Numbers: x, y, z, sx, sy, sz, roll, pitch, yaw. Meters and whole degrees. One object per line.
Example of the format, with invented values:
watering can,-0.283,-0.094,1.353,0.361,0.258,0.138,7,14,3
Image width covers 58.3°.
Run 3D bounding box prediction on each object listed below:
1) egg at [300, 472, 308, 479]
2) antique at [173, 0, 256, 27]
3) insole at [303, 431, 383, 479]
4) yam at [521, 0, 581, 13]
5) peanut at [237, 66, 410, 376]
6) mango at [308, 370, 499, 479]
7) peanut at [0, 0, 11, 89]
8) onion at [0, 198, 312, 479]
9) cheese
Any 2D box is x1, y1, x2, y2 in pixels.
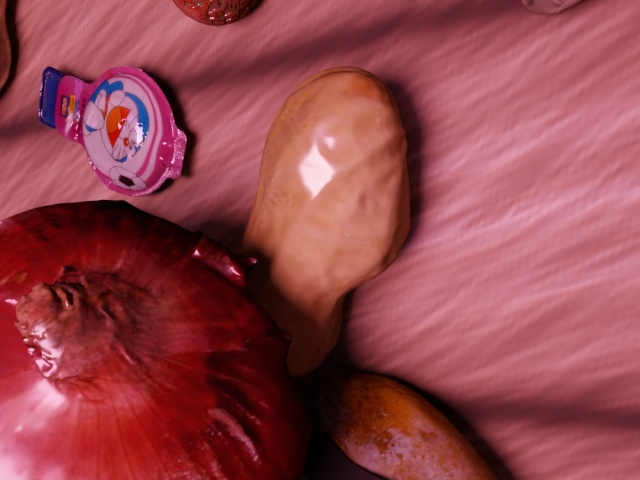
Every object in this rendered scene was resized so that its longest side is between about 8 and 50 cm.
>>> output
egg,-0.079,0.369,0.611,0.196,0.196,0.271,29,117,20
antique,-0.105,-0.265,0.568,0.104,0.104,0.104,5,101,26
insole,0.020,0.216,0.526,0.153,0.002,0.053,4,83,54
yam,0.204,-0.326,0.421,0.066,0.066,0.299,17,107,24
peanut,0.000,0.000,0.541,0.148,0.147,0.318,27,115,21
mango,0.085,0.262,0.545,0.193,0.146,0.316,-44,59,29
peanut,-0.464,-0.291,0.729,0.149,0.149,0.313,24,104,21
onion,-0.196,0.140,0.480,0.341,0.341,0.341,5,101,26
cheese,-0.257,-0.140,0.688,0.244,0.062,0.155,26,111,21
